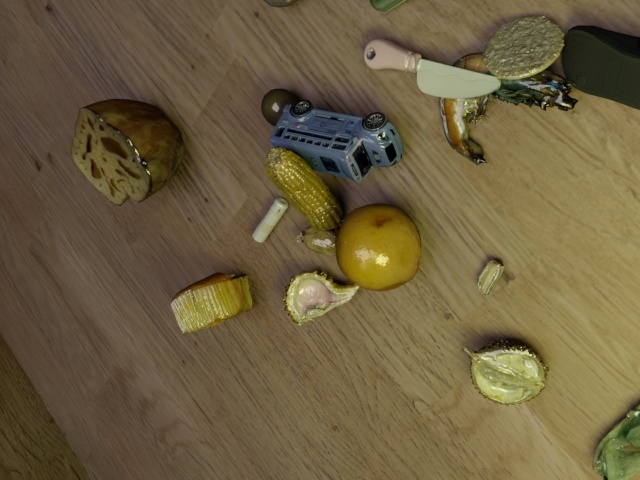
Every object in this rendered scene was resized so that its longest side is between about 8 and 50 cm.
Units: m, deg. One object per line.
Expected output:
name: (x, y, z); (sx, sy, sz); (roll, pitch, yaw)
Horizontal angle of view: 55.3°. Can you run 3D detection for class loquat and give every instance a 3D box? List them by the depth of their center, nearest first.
loquat: (0.125, 0.015, 1.369); (0.208, 0.208, 0.208); (9, 107, 33)

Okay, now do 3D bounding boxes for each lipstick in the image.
lipstick: (-0.134, -0.055, 1.634); (0.040, 0.040, 0.141); (47, 123, 16)

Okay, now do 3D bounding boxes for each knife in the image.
knife: (0.220, -0.350, 1.280); (0.336, 0.043, 0.081); (32, 122, 36)

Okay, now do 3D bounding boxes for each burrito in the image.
burrito: (0.634, 0.372, 1.193); (0.096, 0.066, 0.309); (37, 123, 19)

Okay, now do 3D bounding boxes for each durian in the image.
durian: (0.392, 0.266, 1.315); (0.188, 0.091, 0.148); (24, 115, 4)
durian: (0.011, 0.137, 1.565); (0.224, 0.078, 0.140); (-13, 82, 26)

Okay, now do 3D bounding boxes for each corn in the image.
corn: (-0.039, -0.118, 1.421); (0.101, 0.291, 0.101); (-14, 58, 24)

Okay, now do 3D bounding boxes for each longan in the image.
longan: (-0.094, -0.322, 1.511); (0.113, 0.113, 0.092); (23, 71, 28)

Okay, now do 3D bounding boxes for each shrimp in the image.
shrimp: (0.358, -0.254, 1.220); (0.290, 0.054, 0.222); (22, 112, 38)

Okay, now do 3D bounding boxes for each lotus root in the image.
lotus root: (0.368, 0.077, 1.325); (0.037, 0.030, 0.083); (36, 118, 30)
lotus root: (0.000, 0.000, 1.539); (0.152, 0.063, 0.072); (12, 128, 27)
lotus root: (-0.527, -0.243, 1.751); (0.316, 0.250, 0.316); (16, 121, 28)

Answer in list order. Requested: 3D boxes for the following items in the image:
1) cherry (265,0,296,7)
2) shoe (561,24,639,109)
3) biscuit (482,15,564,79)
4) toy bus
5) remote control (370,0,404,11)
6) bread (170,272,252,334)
cherry: (-0.091, -0.643, 1.415); (0.148, 0.115, 0.188); (-4, 95, 55)
shoe: (0.534, -0.304, 1.077); (0.241, 0.093, 0.108); (-127, 29, -47)
biscuit: (0.384, -0.367, 1.163); (0.152, 0.020, 0.152); (-13, 58, 22)
toy bus: (0.037, -0.219, 1.391); (0.292, 0.125, 0.133); (17, 68, 30)
remote control: (0.225, -0.599, 1.234); (0.335, 0.065, 0.128); (-22, 91, 37)
bread: (-0.296, 0.167, 1.674); (0.179, 0.250, 0.133); (-26, 85, 24)
